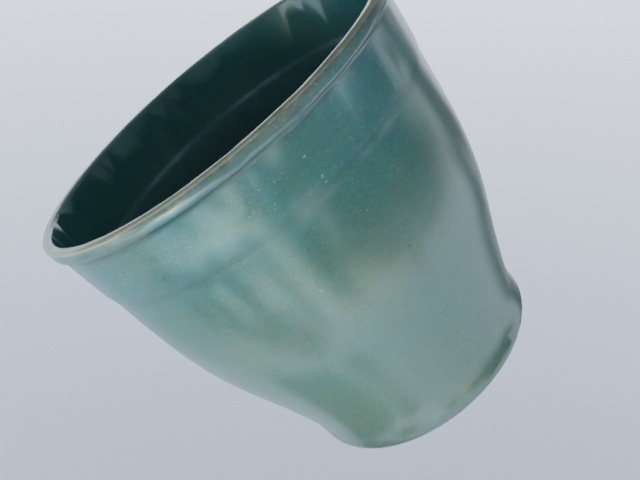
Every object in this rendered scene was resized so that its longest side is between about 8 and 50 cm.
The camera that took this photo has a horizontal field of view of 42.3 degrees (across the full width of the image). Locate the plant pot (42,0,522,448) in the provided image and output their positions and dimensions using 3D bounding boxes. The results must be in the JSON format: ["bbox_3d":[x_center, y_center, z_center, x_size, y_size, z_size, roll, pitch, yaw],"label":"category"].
[{"bbox_3d":[0.000,0.000,0.575,0.272,0.255,0.271,-32,-155,17],"label":"plant pot"}]
